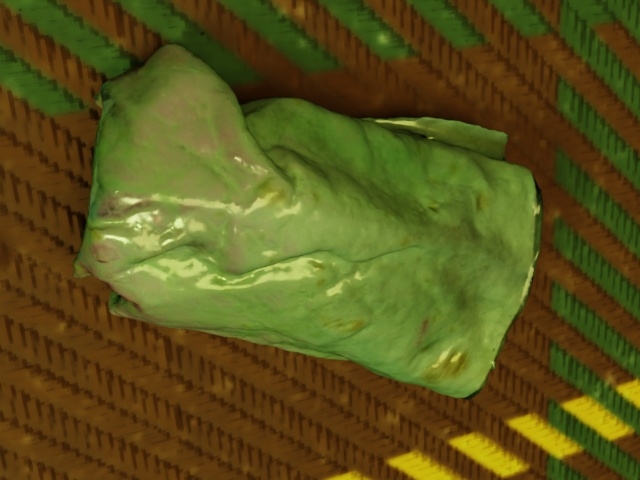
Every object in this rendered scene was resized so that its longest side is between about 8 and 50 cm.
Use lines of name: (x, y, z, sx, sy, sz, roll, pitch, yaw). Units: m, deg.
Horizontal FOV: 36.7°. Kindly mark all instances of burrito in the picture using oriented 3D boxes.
burrito: (0.000, 0.000, 0.457, 0.229, 0.089, 0.144, 11, 102, -30)
